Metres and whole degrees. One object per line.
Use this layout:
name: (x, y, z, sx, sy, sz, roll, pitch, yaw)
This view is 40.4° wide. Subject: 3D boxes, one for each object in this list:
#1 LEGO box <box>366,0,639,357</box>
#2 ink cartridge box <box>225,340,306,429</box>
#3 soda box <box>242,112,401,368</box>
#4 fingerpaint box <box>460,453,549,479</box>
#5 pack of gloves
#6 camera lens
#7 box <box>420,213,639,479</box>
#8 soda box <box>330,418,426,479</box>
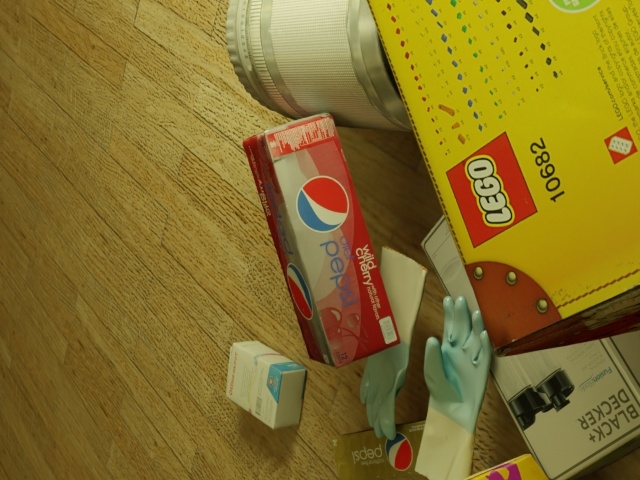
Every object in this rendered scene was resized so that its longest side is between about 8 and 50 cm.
LEGO box: (0.224, -0.200, 0.643, 0.193, 0.372, 0.501, -35, 66, 45)
ink cartridge box: (-0.081, 0.208, 1.268, 0.122, 0.052, 0.089, 21, 108, 46)
soda box: (0.000, 0.000, 0.952, 0.092, 0.083, 0.264, 0, 108, 70)
fingerpaint box: (0.162, 0.496, 0.855, 0.371, 0.163, 0.445, 57, 143, 31)
pack of gloves: (0.096, 0.147, 0.949, 0.195, 0.046, 0.232, 31, 121, 51)
camera lens: (0.052, -0.233, 0.957, 0.274, 0.219, 0.220, 12, 101, 48)
box: (0.228, 0.071, 0.849, 0.290, 0.087, 0.169, 65, 147, 23)
soda box: (0.094, 0.256, 1.061, 0.181, 0.058, 0.061, -25, 73, 48)
